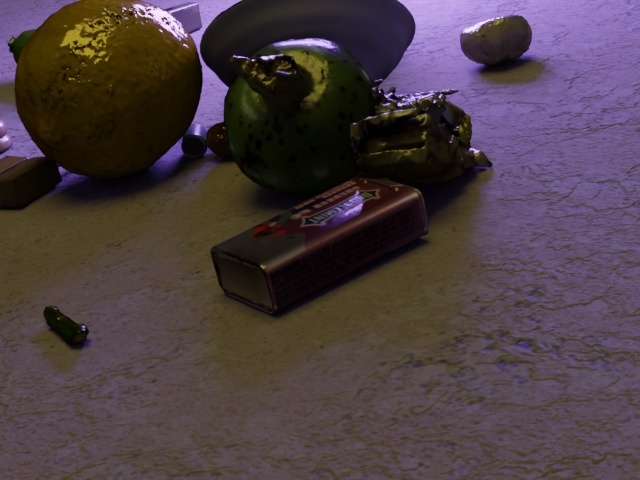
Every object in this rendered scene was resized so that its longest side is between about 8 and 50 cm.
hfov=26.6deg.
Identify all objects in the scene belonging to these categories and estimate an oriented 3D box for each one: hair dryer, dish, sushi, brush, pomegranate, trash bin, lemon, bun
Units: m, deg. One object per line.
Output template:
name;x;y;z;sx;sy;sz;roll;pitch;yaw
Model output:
hair dryer;-0.142;-0.152;1.997;0.124;0.037;0.063;-6;22;0
dish;-0.015;-0.251;1.958;0.317;0.106;0.316;-5;-19;-2
sushi;0.130;-0.134;1.673;0.139;0.131;0.291;-5;1;17
brush;-0.418;-0.114;2.026;0.103;0.047;0.233;2;26;31
pomegranate;-0.029;-0.169;1.719;0.211;0.263;0.211;-5;65;12
trash bin;-0.287;-0.441;2.724;0.043;0.060;0.092;10;28;43
lemon;-0.301;-0.227;1.953;0.258;0.257;0.310;0;28;28
bun;0.275;-0.308;2.105;0.115;0.069;0.115;-12;1;0

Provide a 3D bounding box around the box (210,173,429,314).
box;0.000;0.000;1.511;0.224;0.069;0.120;-27;27;-30

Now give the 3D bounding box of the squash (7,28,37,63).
squash;-0.490;-0.341;2.537;0.101;0.101;0.379;-27;31;-32

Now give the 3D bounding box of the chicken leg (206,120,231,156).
chicken leg;-0.043;-0.160;1.912;0.252;0.087;0.107;-10;-1;21

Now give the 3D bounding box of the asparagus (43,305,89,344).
asparagus;-0.282;0.093;1.496;0.025;0.021;0.108;-19;22;-26

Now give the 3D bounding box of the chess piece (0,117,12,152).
chess piece;-0.567;-0.224;2.204;0.094;0.170;0.094;-9;21;4
